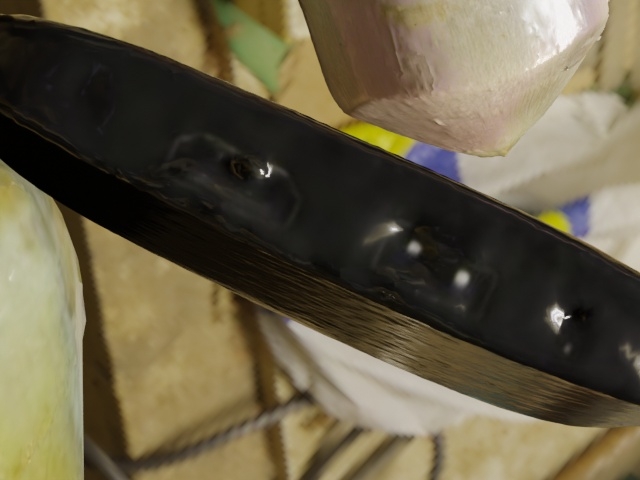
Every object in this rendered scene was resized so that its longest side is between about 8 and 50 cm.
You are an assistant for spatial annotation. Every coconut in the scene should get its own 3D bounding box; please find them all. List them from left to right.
[{"bbox_3d":[0.074,-0.130,1.048,0.171,0.171,0.183,-33,109,-18],"label":"coconut"}]

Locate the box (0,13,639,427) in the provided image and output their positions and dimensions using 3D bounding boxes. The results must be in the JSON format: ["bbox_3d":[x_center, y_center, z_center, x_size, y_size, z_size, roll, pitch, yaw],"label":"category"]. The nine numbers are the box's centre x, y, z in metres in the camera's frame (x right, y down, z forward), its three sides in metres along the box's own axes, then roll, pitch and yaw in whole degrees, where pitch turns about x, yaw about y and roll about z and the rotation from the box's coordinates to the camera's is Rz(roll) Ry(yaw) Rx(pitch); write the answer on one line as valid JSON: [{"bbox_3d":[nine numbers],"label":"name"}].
[{"bbox_3d":[0.000,0.000,0.531,0.212,0.201,0.042,24,84,-2],"label":"box"}]

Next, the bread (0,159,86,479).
[{"bbox_3d":[-0.223,0.030,0.763,0.264,0.395,0.239,-28,142,-30],"label":"bread"}]
